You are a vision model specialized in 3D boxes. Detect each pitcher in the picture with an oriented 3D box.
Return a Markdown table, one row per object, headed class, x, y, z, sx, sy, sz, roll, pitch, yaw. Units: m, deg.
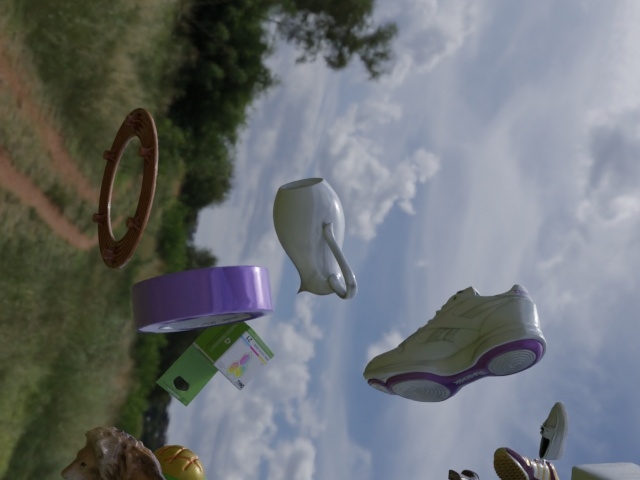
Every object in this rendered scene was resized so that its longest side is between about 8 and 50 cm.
| class | x | y | z | sx | sy | sz | roll | pitch | yaw |
| --- | --- | --- | --- | --- | --- | --- | --- | --- | --- |
| pitcher | 0.000 | 0.000 | 1.564 | 0.178 | 0.125 | 0.207 | 11 | -63 | 58 |

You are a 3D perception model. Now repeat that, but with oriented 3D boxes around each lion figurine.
| class | x | y | z | sx | sy | sz | roll | pitch | yaw |
| --- | --- | --- | --- | --- | --- | --- | --- | --- | --- |
| lion figurine | -0.241 | 0.435 | 1.389 | 0.392 | 0.142 | 0.240 | 4 | -82 | 36 |

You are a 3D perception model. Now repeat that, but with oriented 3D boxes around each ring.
| class | x | y | z | sx | sy | sz | roll | pitch | yaw |
| --- | --- | --- | --- | --- | --- | --- | --- | --- | --- |
| ring | -0.406 | -0.108 | 1.807 | 0.337 | 0.032 | 0.336 | -26 | -121 | 54 |

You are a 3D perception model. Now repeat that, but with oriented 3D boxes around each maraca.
| class | x | y | z | sx | sy | sz | roll | pitch | yaw |
| --- | --- | --- | --- | --- | --- | --- | --- | --- | --- |
| maraca | -0.294 | 0.495 | 1.872 | 0.186 | 0.127 | 0.099 | 23 | -83 | 47 |

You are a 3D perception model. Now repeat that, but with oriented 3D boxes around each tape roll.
| class | x | y | z | sx | sy | sz | roll | pitch | yaw |
| --- | --- | --- | --- | --- | --- | --- | --- | --- | --- |
| tape roll | -0.233 | 0.118 | 1.753 | 0.275 | 0.275 | 0.090 | 145 | -63 | -71 |

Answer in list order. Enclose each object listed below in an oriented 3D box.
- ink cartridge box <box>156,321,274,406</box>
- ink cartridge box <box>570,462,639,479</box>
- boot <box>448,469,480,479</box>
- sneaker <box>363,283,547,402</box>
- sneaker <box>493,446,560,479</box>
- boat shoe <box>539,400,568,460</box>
| class | x | y | z | sx | sy | sz | roll | pitch | yaw |
| --- | --- | --- | --- | --- | --- | --- | --- | --- | --- |
| ink cartridge box | -0.262 | 0.322 | 2.246 | 0.255 | 0.097 | 0.189 | -47 | 147 | -11 |
| ink cartridge box | 0.364 | 0.343 | 0.943 | 0.212 | 0.093 | 0.154 | -170 | -95 | -67 |
| boot | 0.346 | 0.582 | 2.182 | 0.037 | 0.114 | 0.106 | -63 | -150 | 0 |
| sneaker | 0.209 | 0.163 | 1.407 | 0.305 | 0.114 | 0.152 | -21 | -134 | 25 |
| sneaker | 0.404 | 0.446 | 1.716 | 0.070 | 0.185 | 0.084 | -20 | -152 | 47 |
| boat shoe | 0.621 | 0.514 | 2.383 | 0.066 | 0.063 | 0.184 | -111 | -161 | -56 |
